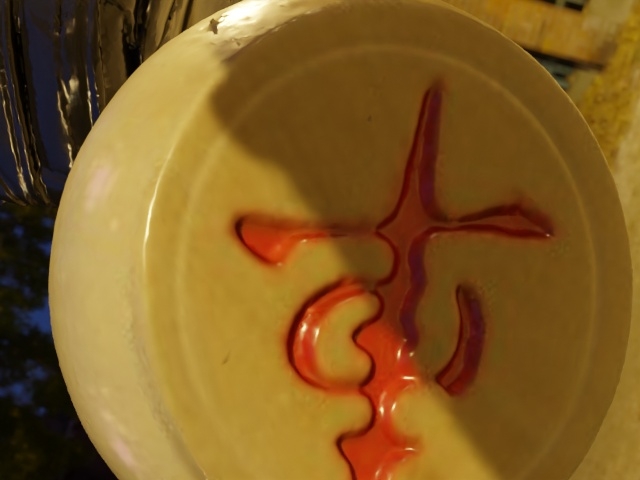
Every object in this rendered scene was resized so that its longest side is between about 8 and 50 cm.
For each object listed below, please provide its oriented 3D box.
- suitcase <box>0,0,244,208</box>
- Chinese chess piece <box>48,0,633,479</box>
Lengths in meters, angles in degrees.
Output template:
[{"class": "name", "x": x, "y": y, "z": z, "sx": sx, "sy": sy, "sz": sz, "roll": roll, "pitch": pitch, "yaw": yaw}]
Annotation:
[{"class": "suitcase", "x": -0.170, "y": -0.219, "z": 0.993, "sx": 0.339, "sy": 0.188, "sz": 0.345, "roll": 97, "pitch": -169, "yaw": -54}, {"class": "Chinese chess piece", "x": 0.014, "y": 0.018, "z": 0.521, "sx": 0.097, "sy": 0.251, "sz": 0.250, "roll": -3, "pitch": 68, "yaw": 63}]
